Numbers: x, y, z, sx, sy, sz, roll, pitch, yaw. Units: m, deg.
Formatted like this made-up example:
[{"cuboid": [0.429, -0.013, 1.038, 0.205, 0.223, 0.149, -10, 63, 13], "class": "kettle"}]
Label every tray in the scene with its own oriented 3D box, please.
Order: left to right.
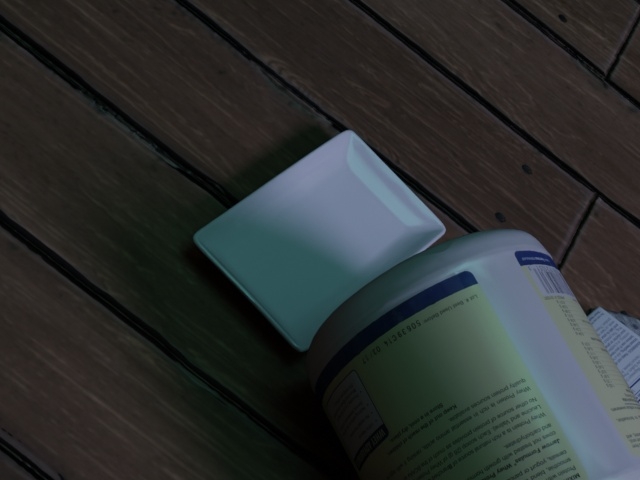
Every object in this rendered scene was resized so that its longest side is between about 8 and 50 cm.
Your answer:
[{"cuboid": [0.000, 0.000, 1.696, 0.145, 0.030, 0.270, 45, 42, 6], "class": "tray"}]

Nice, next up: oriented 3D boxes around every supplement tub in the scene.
[{"cuboid": [0.155, 0.180, 1.501, 0.235, 0.235, 0.325, -9, 61, -41], "class": "supplement tub"}]

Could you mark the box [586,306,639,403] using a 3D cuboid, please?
[{"cuboid": [0.267, 0.152, 1.686, 0.137, 0.072, 0.126, 39, 56, 23], "class": "box"}]

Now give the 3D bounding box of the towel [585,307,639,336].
[{"cuboid": [0.411, 0.236, 1.793, 0.312, 0.056, 0.324, 17, 44, -28], "class": "towel"}]
